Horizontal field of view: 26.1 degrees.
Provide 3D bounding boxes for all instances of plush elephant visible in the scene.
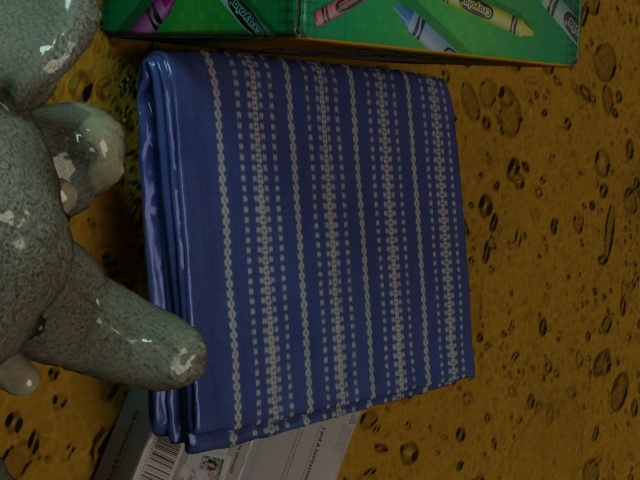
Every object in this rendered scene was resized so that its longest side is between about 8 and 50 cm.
[{"bbox_3d":[-0.172,0.009,0.615,0.330,0.255,0.272,35,70,-44],"label":"plush elephant"}]

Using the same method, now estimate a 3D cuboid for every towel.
[{"bbox_3d":[0.000,0.000,0.939,0.336,0.040,0.243,-4,90,-53],"label":"towel"}]

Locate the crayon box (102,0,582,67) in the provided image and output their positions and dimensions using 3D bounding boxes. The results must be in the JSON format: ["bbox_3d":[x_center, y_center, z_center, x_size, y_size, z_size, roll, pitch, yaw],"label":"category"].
[{"bbox_3d":[0.023,-0.157,0.872,0.278,0.165,0.081,-3,98,-47],"label":"crayon box"}]

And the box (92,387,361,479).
[{"bbox_3d":[-0.059,0.145,0.923,0.186,0.038,0.145,35,70,-44],"label":"box"}]
